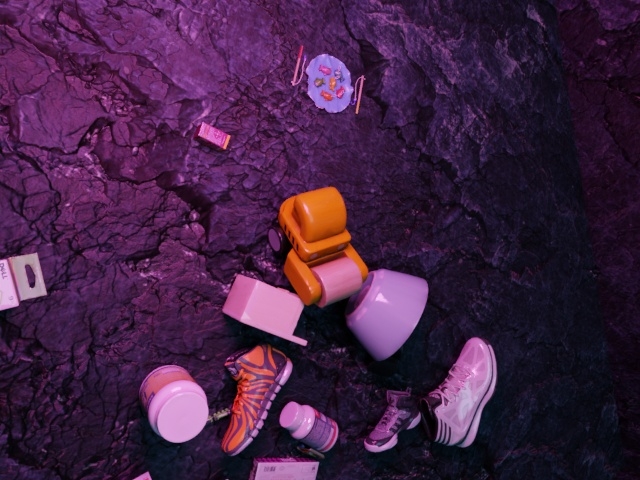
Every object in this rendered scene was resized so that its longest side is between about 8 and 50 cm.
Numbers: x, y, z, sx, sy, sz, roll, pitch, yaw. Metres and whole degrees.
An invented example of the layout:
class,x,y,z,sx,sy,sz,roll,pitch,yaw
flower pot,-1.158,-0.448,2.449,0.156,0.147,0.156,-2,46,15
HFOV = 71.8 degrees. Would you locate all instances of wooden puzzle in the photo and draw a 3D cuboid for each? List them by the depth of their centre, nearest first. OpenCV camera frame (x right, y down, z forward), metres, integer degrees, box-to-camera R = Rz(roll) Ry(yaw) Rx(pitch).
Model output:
class,x,y,z,sx,sy,sz,roll,pitch,yaw
wooden puzzle,-0.033,0.696,1.450,0.116,0.078,0.014,37,54,-21

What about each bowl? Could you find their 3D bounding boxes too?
class,x,y,z,sx,sy,sz,roll,pitch,yaw
bowl,0.194,0.216,1.454,0.163,0.311,0.312,33,75,-6

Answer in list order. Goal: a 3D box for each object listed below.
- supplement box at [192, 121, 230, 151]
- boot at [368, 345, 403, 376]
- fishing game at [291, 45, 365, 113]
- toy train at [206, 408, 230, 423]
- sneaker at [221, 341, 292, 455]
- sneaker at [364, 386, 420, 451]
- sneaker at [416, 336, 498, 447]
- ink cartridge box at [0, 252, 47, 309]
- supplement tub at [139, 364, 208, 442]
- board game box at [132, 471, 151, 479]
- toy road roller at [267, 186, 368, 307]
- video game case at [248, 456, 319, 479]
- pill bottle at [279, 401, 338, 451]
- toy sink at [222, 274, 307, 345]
class,x,y,z,sx,sy,sz,roll,pitch,yaw
supplement box,-0.303,-0.287,1.230,0.083,0.055,0.043,24,80,-31
boot,0.261,0.341,1.575,0.091,0.263,0.229,23,47,3
fishing game,0.034,-0.510,1.432,0.263,0.041,0.189,18,81,-31
toy train,-0.304,0.517,1.299,0.083,0.023,0.017,-13,100,-30
sneaker,-0.231,0.441,1.291,0.180,0.124,0.321,43,57,-21
sneaker,0.251,0.638,1.607,0.268,0.101,0.153,-20,103,-35
sneaker,0.531,0.588,1.731,0.257,0.169,0.448,18,86,-33
ink cartridge box,-0.740,0.104,0.983,0.209,0.062,0.109,-14,99,-31
supplement tub,-0.379,0.419,1.143,0.144,0.199,0.145,-2,94,-31
board game box,-0.498,0.766,1.134,0.192,0.053,0.306,-19,118,-31
toy road roller,0.000,0.000,1.276,0.202,0.241,0.330,-18,60,-29
video game case,-0.130,0.806,1.413,0.231,0.041,0.211,16,85,-31
pill bottle,-0.039,0.594,1.418,0.180,0.108,0.108,41,73,-27
toy sink,-0.141,0.201,1.305,0.234,0.152,0.131,28,78,-29
